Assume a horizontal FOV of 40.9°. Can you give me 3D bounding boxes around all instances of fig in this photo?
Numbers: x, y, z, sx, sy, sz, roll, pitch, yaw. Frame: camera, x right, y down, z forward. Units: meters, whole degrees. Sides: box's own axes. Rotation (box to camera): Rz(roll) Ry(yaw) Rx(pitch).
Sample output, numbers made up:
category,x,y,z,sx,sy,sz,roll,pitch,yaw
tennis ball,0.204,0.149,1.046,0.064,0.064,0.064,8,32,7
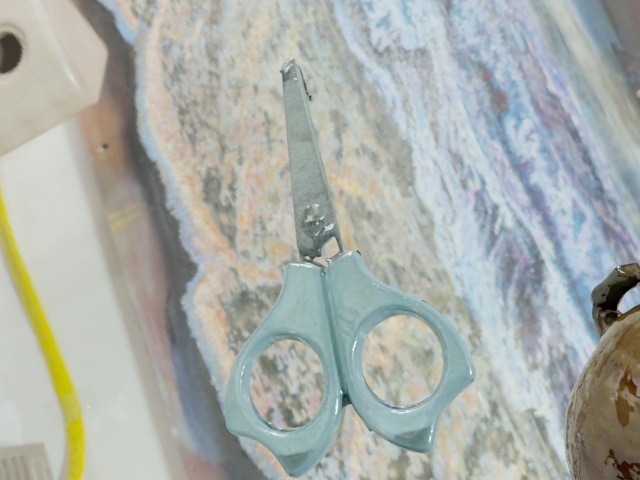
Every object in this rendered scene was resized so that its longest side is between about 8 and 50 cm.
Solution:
category,x,y,z,sx,sy,sz,roll,pitch,yaw
fig,0.304,0.141,0.685,0.235,0.235,0.214,58,-14,-26

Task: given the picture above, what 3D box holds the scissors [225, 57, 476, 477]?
category,x,y,z,sx,sy,sz,roll,pitch,yaw
scissors,0.000,0.001,0.686,0.029,0.191,0.360,51,26,-61
